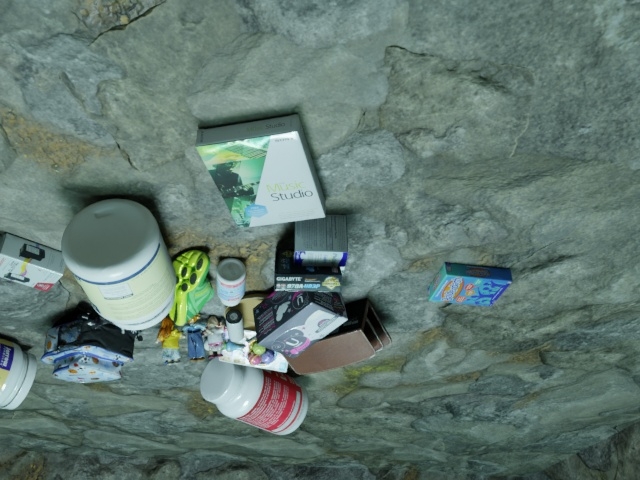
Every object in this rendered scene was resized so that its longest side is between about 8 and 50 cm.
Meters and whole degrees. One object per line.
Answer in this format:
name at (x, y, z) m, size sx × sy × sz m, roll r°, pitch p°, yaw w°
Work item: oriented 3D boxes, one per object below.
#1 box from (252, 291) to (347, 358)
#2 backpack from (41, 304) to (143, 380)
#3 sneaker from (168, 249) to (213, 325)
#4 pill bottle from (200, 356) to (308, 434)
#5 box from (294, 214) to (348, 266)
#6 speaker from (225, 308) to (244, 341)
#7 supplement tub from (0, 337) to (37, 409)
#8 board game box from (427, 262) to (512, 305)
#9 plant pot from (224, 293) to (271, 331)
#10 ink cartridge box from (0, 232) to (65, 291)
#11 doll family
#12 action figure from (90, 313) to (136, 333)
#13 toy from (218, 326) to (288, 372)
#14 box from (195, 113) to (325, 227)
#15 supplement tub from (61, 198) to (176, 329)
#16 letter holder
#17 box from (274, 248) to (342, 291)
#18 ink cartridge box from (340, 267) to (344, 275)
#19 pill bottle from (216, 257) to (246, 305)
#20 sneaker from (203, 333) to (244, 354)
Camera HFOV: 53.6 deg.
box at (-0.063, 0.228, 1.932) m, size 0.163 × 0.142 × 0.247 m, roll 29°, pitch 125°, yaw -36°
backpack at (-0.783, 0.365, 2.112) m, size 0.263 × 0.213 × 0.276 m, roll -9°, pitch 149°, yaw 30°
sneaker at (-0.377, 0.126, 1.869) m, size 0.123 × 0.109 × 0.296 m, roll -26°, pitch 153°, yaw -43°
pill bottle at (-0.250, 0.579, 2.403) m, size 0.229 × 0.229 × 0.407 m, roll -24°, pitch 140°, yaw 29°
box at (0.000, 0.000, 1.652) m, size 0.137 × 0.126 × 0.072 m, roll 2°, pitch 143°, yaw -3°
speaker at (-0.277, 0.279, 2.060) m, size 0.055 × 0.055 × 0.136 m, roll 1°, pitch 146°, yaw -3°
supplement tub at (-1.175, 0.434, 2.158) m, size 0.241 × 0.241 × 0.331 m, roll -27°, pitch 138°, yaw 33°
board game box at (0.452, 0.137, 1.933) m, size 0.210 × 0.047 × 0.160 m, roll 6°, pitch 145°, yaw -8°
plant pot at (-0.196, 0.233, 2.072) m, size 0.236 × 0.033 × 0.236 m, roll -1°, pitch 146°, yaw -1°
ink cartridge box at (-0.821, 0.064, 1.773) m, size 0.175 × 0.072 × 0.127 m, roll 24°, pitch 139°, yaw -33°
doll family at (-0.442, 0.318, 2.090) m, size 0.262 × 0.163 × 0.118 m, roll -9°, pitch 177°, yaw 10°
action figure at (-0.575, 0.206, 1.913) m, size 0.275 × 0.164 × 0.141 m, roll -37°, pitch 100°, yaw 30°
toy at (-0.223, 0.380, 2.146) m, size 0.237 × 0.056 × 0.137 m, roll 12°, pitch 111°, yaw -1°
box at (-0.129, -0.151, 1.490) m, size 0.232 × 0.059 × 0.322 m, roll -8°, pitch 144°, yaw 9°
supplement tub at (-0.508, 0.072, 1.649) m, size 0.235 × 0.236 × 0.325 m, roll -1°, pitch 145°, yaw 0°
letter holder at (0.059, 0.351, 2.084) m, size 0.301 × 0.152 × 0.215 m, roll -19°, pitch 118°, yaw 25°
box at (-0.037, 0.078, 1.700) m, size 0.175 × 0.220 × 0.051 m, roll 2°, pitch 106°, yaw -3°
ink cartridge box at (0.012, 0.074, 1.847) m, size 0.115 × 0.029 × 0.063 m, roll 2°, pitch 146°, yaw -5°
pill bottle at (-0.264, 0.127, 1.866) m, size 0.087 × 0.087 × 0.160 m, roll 3°, pitch 146°, yaw -6°
sneaker at (-0.300, 0.365, 2.216) m, size 0.237 × 0.086 × 0.085 m, roll -8°, pitch 147°, yaw 12°
